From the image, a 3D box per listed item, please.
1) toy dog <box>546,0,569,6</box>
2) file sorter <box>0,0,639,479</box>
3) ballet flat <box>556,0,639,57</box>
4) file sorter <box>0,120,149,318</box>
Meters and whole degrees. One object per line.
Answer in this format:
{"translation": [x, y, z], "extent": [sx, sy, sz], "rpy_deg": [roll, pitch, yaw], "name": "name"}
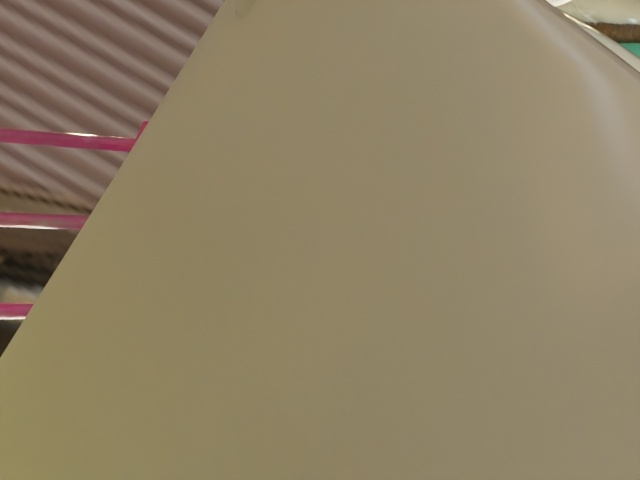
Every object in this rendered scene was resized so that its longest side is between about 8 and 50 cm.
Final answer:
{"translation": [0.038, -0.160, 0.697], "extent": [0.220, 0.161, 0.334], "rpy_deg": [36, -21, 10], "name": "toy dog"}
{"translation": [0.032, 0.083, 0.415], "extent": [0.193, 0.173, 0.278], "rpy_deg": [44, -70, 30], "name": "file sorter"}
{"translation": [0.236, -0.058, 0.519], "extent": [0.400, 0.139, 0.139], "rpy_deg": [24, -37, 55], "name": "ballet flat"}
{"translation": [-0.144, 0.102, 0.815], "extent": [0.182, 0.291, 0.202], "rpy_deg": [1, -47, -30], "name": "file sorter"}
